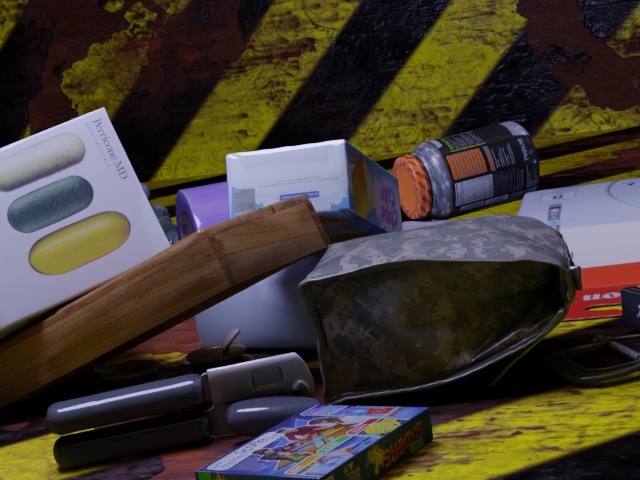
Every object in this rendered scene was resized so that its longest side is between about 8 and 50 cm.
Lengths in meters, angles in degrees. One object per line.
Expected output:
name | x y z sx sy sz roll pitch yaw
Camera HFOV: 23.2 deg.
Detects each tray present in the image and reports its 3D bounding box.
tray | -0.204 0.073 1.820 0.411 0.076 0.203 -29 -4 35

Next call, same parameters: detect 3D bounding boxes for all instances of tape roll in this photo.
tape roll | -0.144 0.014 2.196 0.080 0.189 0.189 -11 10 -15

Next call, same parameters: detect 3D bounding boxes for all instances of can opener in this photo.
can opener | -0.136 0.174 1.583 0.280 0.074 0.093 -10 10 -5

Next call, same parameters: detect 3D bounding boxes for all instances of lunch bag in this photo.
lunch bag | 0.143 0.066 1.697 0.287 0.169 0.235 -12 8 9

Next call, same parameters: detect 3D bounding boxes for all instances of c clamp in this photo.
c clamp | 0.307 0.121 1.655 0.137 0.022 0.161 -9 9 -5

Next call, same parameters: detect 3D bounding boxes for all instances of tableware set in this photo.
tableware set | -0.178 0.147 1.884 0.194 0.039 0.128 -11 10 -11

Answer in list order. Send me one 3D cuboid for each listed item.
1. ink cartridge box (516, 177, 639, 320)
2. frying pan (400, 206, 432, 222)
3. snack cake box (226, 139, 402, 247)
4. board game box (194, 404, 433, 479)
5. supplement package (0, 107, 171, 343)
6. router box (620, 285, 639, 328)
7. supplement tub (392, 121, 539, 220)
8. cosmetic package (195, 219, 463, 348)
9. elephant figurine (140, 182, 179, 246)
ink cartridge box | 0.405 0.001 2.024 0.308 0.091 0.385 -6 13 14
frying pan | 0.022 0.008 2.360 0.326 0.053 0.197 -33 -39 31
snack cake box | -0.003 -0.052 1.951 0.152 0.089 0.264 -7 -10 16
board game box | -0.002 0.198 1.440 0.136 0.035 0.201 -2 11 34
supplement package | -0.354 -0.003 1.881 0.262 0.199 0.198 -25 -3 -22
router box | 0.435 0.076 1.718 0.133 0.046 0.179 -8 9 -20
supplement tub | 0.207 -0.096 2.233 0.190 0.117 0.117 -14 11 -18
cosmetic package | 0.056 0.053 2.061 0.284 0.097 0.377 -5 10 35
elephant figurine | -0.214 0.022 2.366 0.239 0.186 0.169 21 57 17
